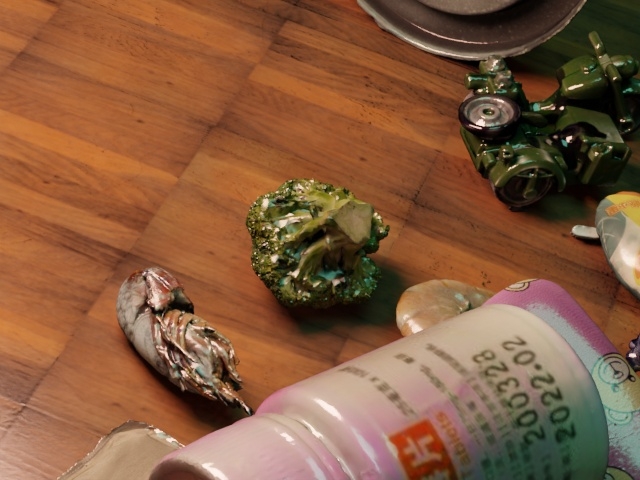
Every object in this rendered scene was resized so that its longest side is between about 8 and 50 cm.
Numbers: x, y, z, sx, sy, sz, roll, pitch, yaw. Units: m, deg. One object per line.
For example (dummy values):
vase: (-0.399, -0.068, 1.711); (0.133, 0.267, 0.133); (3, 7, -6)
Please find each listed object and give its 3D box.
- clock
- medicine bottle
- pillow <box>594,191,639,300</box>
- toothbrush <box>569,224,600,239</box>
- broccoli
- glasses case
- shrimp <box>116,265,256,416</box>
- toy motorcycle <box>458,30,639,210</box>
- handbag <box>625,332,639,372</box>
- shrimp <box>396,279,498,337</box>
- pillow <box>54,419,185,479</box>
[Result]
clock: (0.179, -0.410, 2.264); (0.386, 0.386, 0.076); (26, 36, 13)
medicine bottle: (0.054, 0.212, 1.649); (0.388, 0.219, 0.219); (-19, 51, -35)
pillow: (0.427, 0.000, 2.088); (0.233, 0.086, 0.214); (-26, 55, -25)
toothbrush: (0.393, 0.007, 2.131); (0.219, 0.019, 0.016); (9, 76, -8)
broccoli: (0.000, 0.000, 1.940); (0.162, 0.138, 0.146); (-3, 75, -39)
glasses case: (0.266, 0.178, 1.805); (0.123, 0.076, 0.316); (-34, 74, -12)
shrimp: (-0.120, 0.114, 1.818); (0.233, 0.079, 0.090); (44, 11, 26)
toy motorcycle: (0.282, -0.136, 2.176); (0.275, 0.127, 0.205); (-3, 41, -15)
handbag: (0.447, 0.127, 1.931); (0.260, 0.113, 0.162); (18, 51, -4)
shrimp: (0.198, 0.114, 1.926); (0.254, 0.059, 0.145); (21, 35, 7)
pillow: (-0.196, 0.245, 1.674); (0.130, 0.038, 0.232); (33, 43, 24)
